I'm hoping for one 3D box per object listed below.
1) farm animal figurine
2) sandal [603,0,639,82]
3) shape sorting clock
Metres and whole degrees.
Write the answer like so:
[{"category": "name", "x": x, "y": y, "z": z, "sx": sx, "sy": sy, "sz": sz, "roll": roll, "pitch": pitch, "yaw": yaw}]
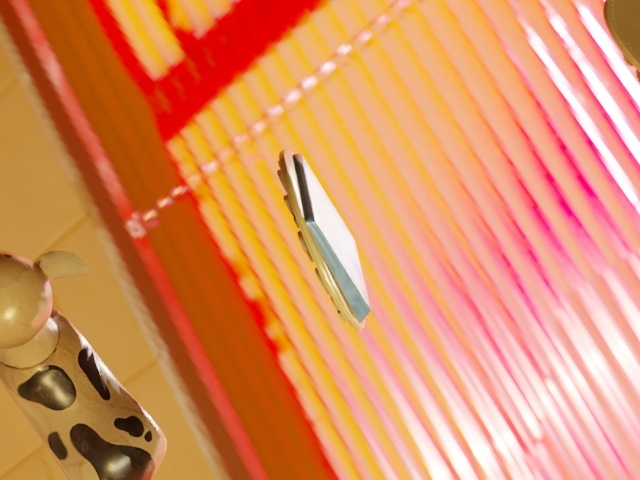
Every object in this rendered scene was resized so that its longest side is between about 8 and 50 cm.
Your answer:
[{"category": "farm animal figurine", "x": -0.238, "y": 0.020, "z": 0.628, "sx": 0.330, "sy": 0.172, "sz": 0.327, "roll": -2, "pitch": -89, "yaw": -21}, {"category": "sandal", "x": 0.361, "y": -0.149, "z": 1.289, "sx": 0.240, "sy": 0.079, "sz": 0.088, "roll": 33, "pitch": -120, "yaw": -5}, {"category": "shape sorting clock", "x": 0.000, "y": 0.000, "z": 1.365, "sx": 0.206, "sy": 0.040, "sz": 0.206, "roll": 60, "pitch": -170, "yaw": -17}]
